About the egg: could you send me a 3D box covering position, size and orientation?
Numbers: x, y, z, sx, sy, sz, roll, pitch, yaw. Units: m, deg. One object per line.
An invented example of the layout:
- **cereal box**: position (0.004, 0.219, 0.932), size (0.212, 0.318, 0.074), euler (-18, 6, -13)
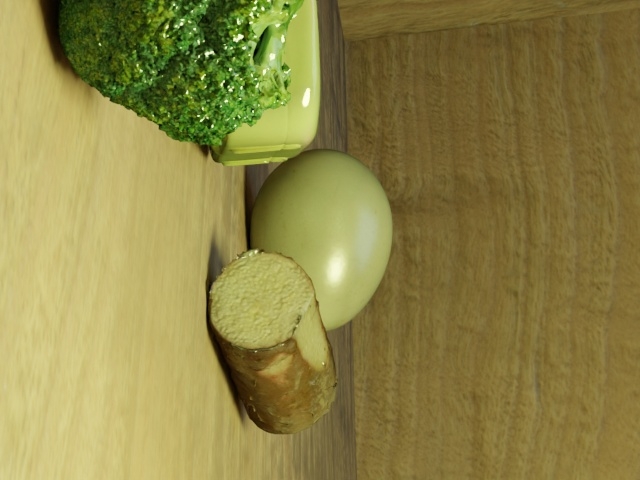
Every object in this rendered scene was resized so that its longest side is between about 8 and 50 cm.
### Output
- **egg**: position (0.000, 0.000, 2.373), size (0.188, 0.188, 0.253), euler (75, 16, -59)

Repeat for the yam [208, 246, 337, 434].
- **yam**: position (-0.052, 0.125, 2.062), size (0.128, 0.129, 0.238), euler (46, -18, 31)

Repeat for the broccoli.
- **broccoli**: position (-0.100, -0.205, 1.408), size (0.269, 0.241, 0.261), euler (5, -63, 58)

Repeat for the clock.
- **clock**: position (-0.079, -0.264, 1.993), size (0.286, 0.117, 0.348), euler (150, -65, -82)
